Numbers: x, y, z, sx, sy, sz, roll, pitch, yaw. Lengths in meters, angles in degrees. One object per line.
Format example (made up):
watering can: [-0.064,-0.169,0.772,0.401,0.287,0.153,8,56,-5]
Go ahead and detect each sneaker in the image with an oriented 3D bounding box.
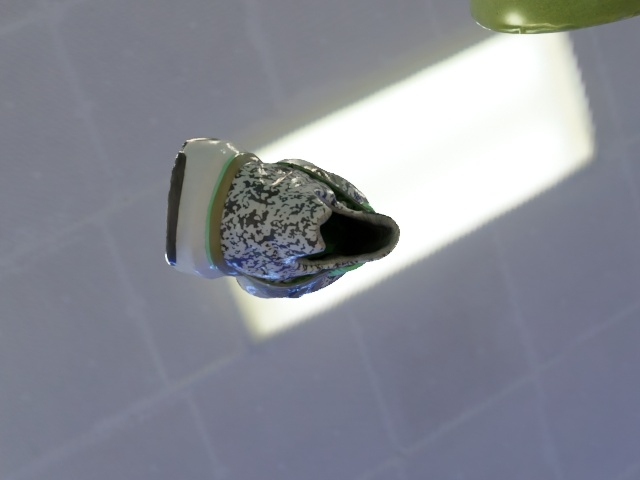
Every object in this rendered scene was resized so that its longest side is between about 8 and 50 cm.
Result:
sneaker: [0.000,0.000,1.611,0.410,0.182,0.158,4,-81,-68]

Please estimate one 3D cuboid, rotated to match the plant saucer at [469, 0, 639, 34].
plant saucer: [0.201,-0.203,1.018,0.241,0.241,0.037,-34,-64,-22]
